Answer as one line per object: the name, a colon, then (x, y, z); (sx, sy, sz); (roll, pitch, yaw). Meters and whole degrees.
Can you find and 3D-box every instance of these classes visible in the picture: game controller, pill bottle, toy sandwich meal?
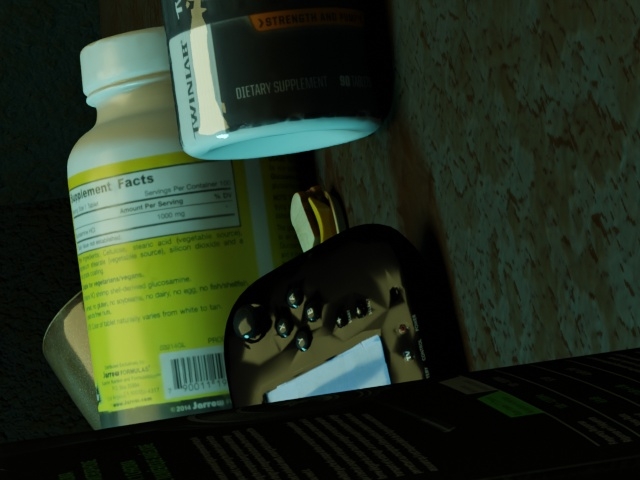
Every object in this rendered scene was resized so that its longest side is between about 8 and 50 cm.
game controller: (0.027, 0.154, 1.117); (0.166, 0.067, 0.319); (-35, 60, 46)
pill bottle: (-0.040, -0.181, 1.217); (0.130, 0.130, 0.246); (149, 113, -80)
pill bottle: (-0.101, 0.003, 1.554); (0.188, 0.188, 0.334); (148, 115, -80)
toy sandwich meal: (0.000, 0.000, 1.424); (0.085, 0.029, 0.086); (172, 90, -81)

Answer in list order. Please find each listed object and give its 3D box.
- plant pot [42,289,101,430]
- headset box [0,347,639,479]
plant pot: (-0.112, 0.155, 1.782); (0.230, 0.215, 0.215); (61, 162, 24)
headset box: (0.062, 0.154, 0.412); (0.131, 0.283, 0.246); (-166, 68, -79)
